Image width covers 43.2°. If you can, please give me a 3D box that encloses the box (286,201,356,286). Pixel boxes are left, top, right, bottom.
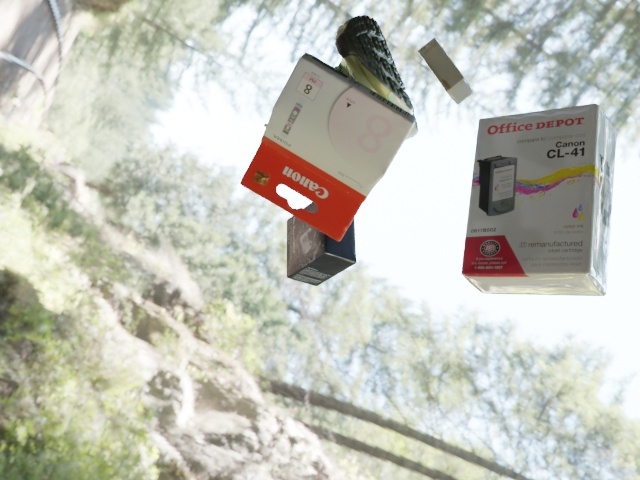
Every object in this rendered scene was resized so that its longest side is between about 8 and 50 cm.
[{"bbox_3d":[0.000,0.000,1.855,0.158,0.093,0.156,-33,-131,45],"label":"box"}]

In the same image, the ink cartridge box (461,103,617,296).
[{"bbox_3d":[0.382,-0.065,1.409,0.226,0.131,0.307,-3,-110,33],"label":"ink cartridge box"}]

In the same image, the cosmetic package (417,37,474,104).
[{"bbox_3d":[0.230,-0.310,1.478,0.041,0.060,0.115,-37,-124,16],"label":"cosmetic package"}]

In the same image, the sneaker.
[{"bbox_3d":[0.055,-0.231,1.365,0.182,0.158,0.410,-23,166,7],"label":"sneaker"}]

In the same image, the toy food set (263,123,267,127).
[{"bbox_3d":[-0.011,-0.219,1.655,0.132,0.192,0.039,16,-92,52],"label":"toy food set"}]

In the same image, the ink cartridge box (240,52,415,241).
[{"bbox_3d":[0.003,-0.128,1.190,0.232,0.189,0.066,-60,180,18],"label":"ink cartridge box"}]
